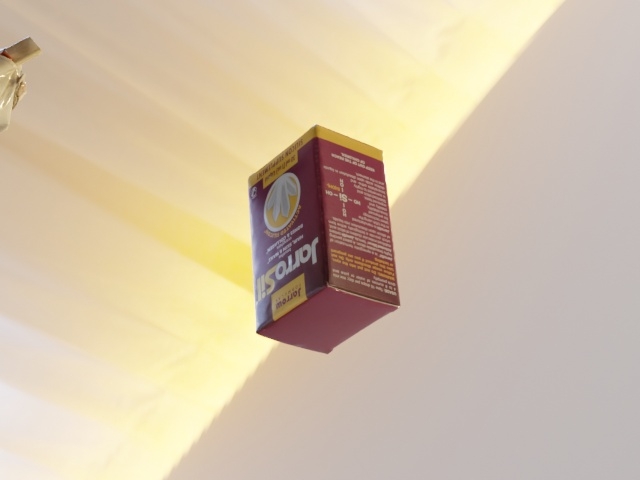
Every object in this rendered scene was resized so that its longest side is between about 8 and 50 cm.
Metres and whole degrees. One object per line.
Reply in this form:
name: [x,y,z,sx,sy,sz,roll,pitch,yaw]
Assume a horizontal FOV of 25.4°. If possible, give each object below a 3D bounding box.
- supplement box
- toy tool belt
supplement box: [0.000,0.000,0.633,0.055,0.043,0.083,-35,-131,41]
toy tool belt: [-0.188,-0.093,0.722,0.083,0.052,0.051,22,-105,12]
